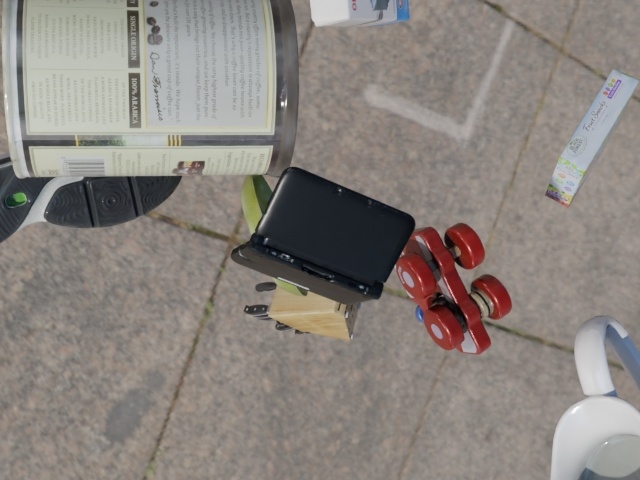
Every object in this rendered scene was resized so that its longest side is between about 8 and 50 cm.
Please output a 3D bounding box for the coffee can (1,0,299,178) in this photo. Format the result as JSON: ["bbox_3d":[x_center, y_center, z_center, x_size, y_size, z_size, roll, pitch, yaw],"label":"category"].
[{"bbox_3d":[-0.174,-0.165,0.960,0.275,0.201,0.201,-1,106,-12],"label":"coffee can"}]

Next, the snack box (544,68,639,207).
[{"bbox_3d":[0.322,-0.121,1.100,0.141,0.037,0.100,-56,163,-17],"label":"snack box"}]

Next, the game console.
[{"bbox_3d":[0.000,0.000,0.784,0.122,0.107,0.071,22,75,-15],"label":"game console"}]

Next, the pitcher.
[{"bbox_3d":[0.243,0.157,0.659,0.207,0.125,0.177,25,60,-41],"label":"pitcher"}]

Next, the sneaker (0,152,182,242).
[{"bbox_3d":[-0.464,-0.116,1.510,0.447,0.257,0.169,-17,117,-20],"label":"sneaker"}]

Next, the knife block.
[{"bbox_3d":[-0.047,0.120,1.838,0.275,0.242,0.088,76,27,-69],"label":"knife block"}]

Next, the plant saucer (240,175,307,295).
[{"bbox_3d":[-0.085,-0.009,1.604,0.037,0.241,0.241,-22,121,7],"label":"plant saucer"}]

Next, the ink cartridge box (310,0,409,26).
[{"bbox_3d":[0.068,-0.450,1.623,0.191,0.082,0.139,-17,104,-51],"label":"ink cartridge box"}]

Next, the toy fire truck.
[{"bbox_3d":[0.255,0.103,2.006,0.169,0.254,0.302,-30,98,-18],"label":"toy fire truck"}]
